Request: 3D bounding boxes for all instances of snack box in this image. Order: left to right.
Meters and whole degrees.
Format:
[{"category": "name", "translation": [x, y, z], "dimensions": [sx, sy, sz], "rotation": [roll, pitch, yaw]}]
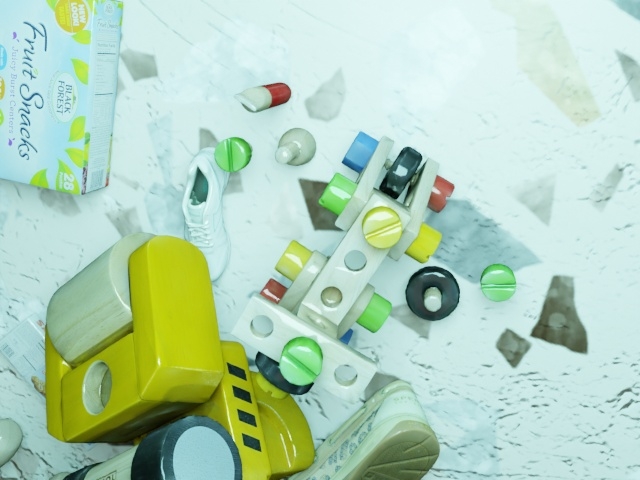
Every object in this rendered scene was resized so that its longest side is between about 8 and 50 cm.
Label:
[{"category": "snack box", "translation": [-0.314, -0.169, 0.737], "dimensions": [0.174, 0.070, 0.207], "rotation": [13, 108, 8]}, {"category": "snack box", "translation": [-0.325, 0.178, 0.856], "dimensions": [0.064, 0.022, 0.178], "rotation": [-37, 95, 16]}]

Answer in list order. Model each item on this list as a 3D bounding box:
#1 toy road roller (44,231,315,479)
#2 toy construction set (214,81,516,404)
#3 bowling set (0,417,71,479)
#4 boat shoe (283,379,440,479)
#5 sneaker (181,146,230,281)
[{"category": "toy road roller", "translation": [-0.148, 0.175, 0.746], "dimensions": [0.202, 0.240, 0.329], "rotation": [-32, 61, 32]}, {"category": "toy construction set", "translation": [0.000, 0.000, 0.635], "dimensions": [0.257, 0.237, 0.309], "rotation": [-31, 97, 17]}, {"category": "bowling set", "translation": [-0.364, 0.386, 0.844], "dimensions": [0.200, 0.287, 0.154], "rotation": [30, 119, -34]}, {"category": "boat shoe", "translation": [0.025, 0.282, 0.794], "dimensions": [0.104, 0.089, 0.285], "rotation": [33, 113, -27]}, {"category": "sneaker", "translation": [-0.131, -0.023, 0.747], "dimensions": [0.054, 0.061, 0.152], "rotation": [3, 107, 8]}]
